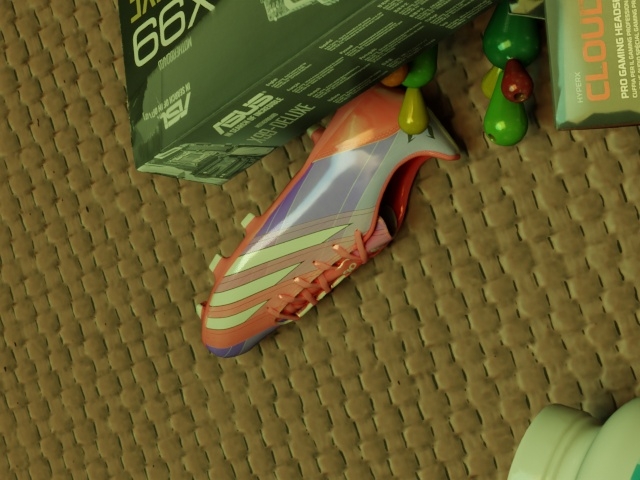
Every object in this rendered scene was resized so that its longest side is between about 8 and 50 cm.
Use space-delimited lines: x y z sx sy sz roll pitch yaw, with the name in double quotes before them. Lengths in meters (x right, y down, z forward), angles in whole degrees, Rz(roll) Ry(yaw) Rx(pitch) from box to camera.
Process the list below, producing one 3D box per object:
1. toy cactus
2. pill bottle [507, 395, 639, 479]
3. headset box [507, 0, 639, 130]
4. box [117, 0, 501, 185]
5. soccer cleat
"toy cactus" 0.094 -0.176 1.081 0.180 0.112 0.219 -34 69 20
"pill bottle" 0.246 0.179 1.002 0.264 0.146 0.146 16 105 28
"headset box" 0.246 -0.180 0.950 0.293 0.110 0.218 -3 95 23
"box" -0.018 -0.205 1.065 0.307 0.076 0.242 -29 60 44
"soccer cleat" 0.000 0.000 1.169 0.095 0.083 0.248 40 113 15
